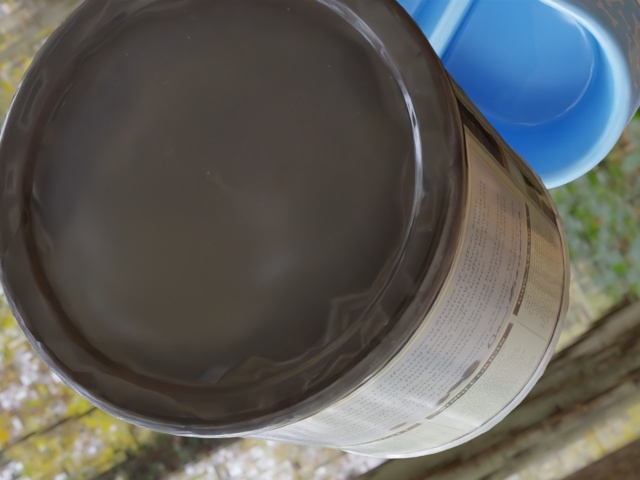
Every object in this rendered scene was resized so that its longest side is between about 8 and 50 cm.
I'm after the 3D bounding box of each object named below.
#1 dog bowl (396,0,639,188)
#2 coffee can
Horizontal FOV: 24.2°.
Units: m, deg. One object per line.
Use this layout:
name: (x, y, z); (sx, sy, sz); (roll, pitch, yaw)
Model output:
dog bowl: (0.078, -0.138, 0.985); (0.297, 0.166, 0.074); (27, -154, -5)
coffee can: (0.000, 0.000, 0.716); (0.202, 0.201, 0.275); (63, -168, 18)
